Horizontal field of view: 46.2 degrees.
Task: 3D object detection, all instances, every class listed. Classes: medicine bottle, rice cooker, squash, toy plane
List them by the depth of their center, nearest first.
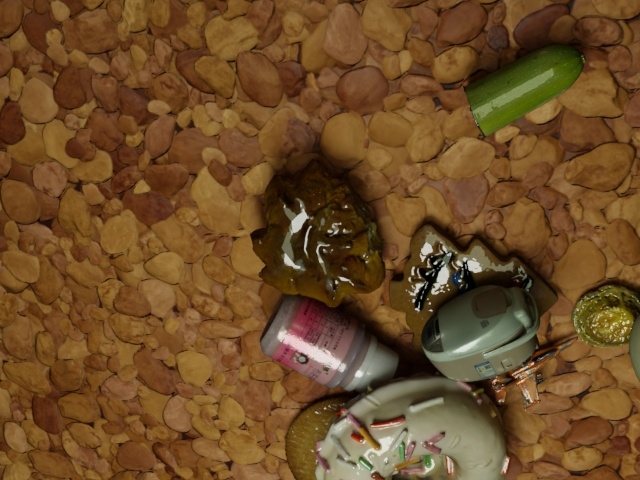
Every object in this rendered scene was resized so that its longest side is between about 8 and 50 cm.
[{"bbox_3d":[0.326,-0.245,1.185,0.188,0.095,0.095,-26,104,18],"label":"squash"},{"bbox_3d":[0.277,0.161,1.287,0.206,0.145,0.127,-20,121,16],"label":"rice cooker"},{"bbox_3d":[0.387,0.225,1.376,0.188,0.062,0.135,-31,74,6],"label":"toy plane"},{"bbox_3d":[0.018,0.200,1.412,0.247,0.147,0.147,29,116,-5],"label":"medicine bottle"}]

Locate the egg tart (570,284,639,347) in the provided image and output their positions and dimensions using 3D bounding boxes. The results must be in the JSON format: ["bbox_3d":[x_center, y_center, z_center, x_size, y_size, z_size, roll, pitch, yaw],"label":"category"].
[{"bbox_3d":[0.505,0.138,1.314,0.130,0.052,0.131,6,116,13],"label":"egg tart"}]

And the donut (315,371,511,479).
[{"bbox_3d":[0.178,0.417,1.392,0.382,0.142,0.383,-7,119,-12],"label":"donut"}]

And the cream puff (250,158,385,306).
[{"bbox_3d":[0.000,0.000,1.338,0.269,0.155,0.241,34,111,7],"label":"cream puff"}]

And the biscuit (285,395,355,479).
[{"bbox_3d":[0.072,0.451,1.562,0.305,0.038,0.306,5,113,12],"label":"biscuit"}]

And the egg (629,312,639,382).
[{"bbox_3d":[0.632,0.197,1.213,0.269,0.219,0.219,28,116,8],"label":"egg"}]

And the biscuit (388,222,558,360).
[{"bbox_3d":[0.273,0.096,1.360,0.301,0.043,0.278,-3,111,16],"label":"biscuit"}]
